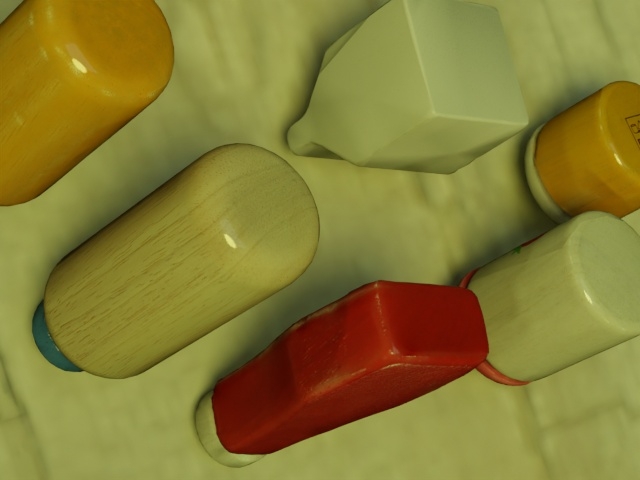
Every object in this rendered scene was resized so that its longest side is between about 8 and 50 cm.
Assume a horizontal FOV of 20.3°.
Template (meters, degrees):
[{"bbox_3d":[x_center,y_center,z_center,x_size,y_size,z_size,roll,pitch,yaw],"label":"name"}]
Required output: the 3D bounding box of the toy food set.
[{"bbox_3d":[0.000,0.000,0.520,0.232,0.104,0.111,2,67,-41],"label":"toy food set"}]
